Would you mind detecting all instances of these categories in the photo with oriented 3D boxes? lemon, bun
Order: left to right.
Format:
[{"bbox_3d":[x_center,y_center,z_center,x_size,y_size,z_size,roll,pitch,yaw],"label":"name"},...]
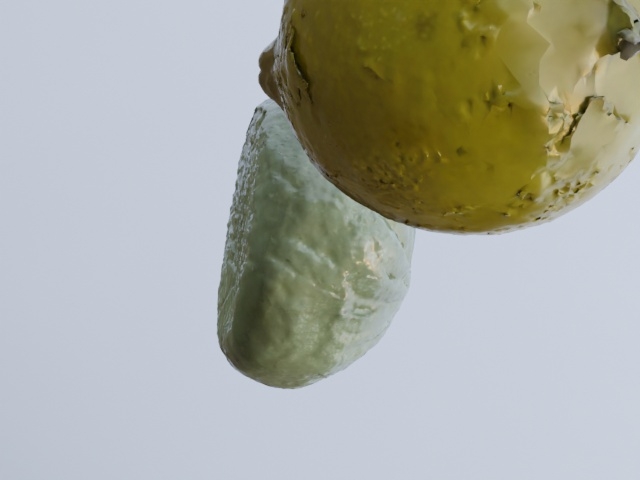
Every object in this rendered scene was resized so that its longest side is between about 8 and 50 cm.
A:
[{"bbox_3d":[0.000,0.000,1.220,0.118,0.195,0.195,6,-13,-10],"label":"bun"},{"bbox_3d":[0.066,-0.087,0.877,0.206,0.173,0.173,2,-41,29],"label":"lemon"}]
